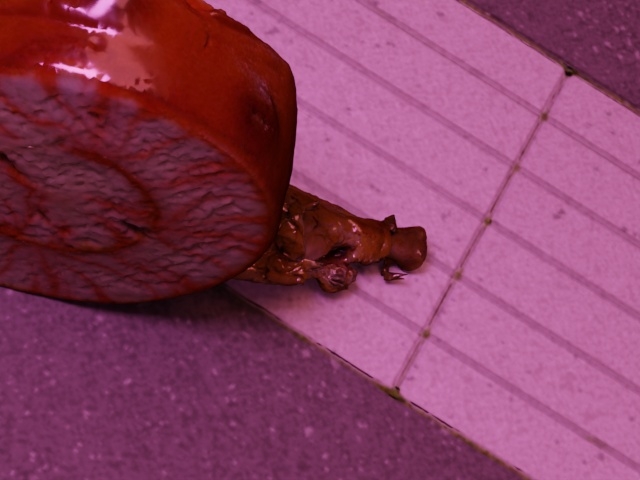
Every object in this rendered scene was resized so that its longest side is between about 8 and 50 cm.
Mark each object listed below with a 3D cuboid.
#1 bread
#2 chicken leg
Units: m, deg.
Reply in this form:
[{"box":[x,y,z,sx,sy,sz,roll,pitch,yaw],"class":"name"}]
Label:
[{"box":[-0.168,-0.071,1.415,0.295,0.327,0.114,27,56,-26],"class":"bread"},{"box":[-0.001,-0.001,1.583,0.207,0.101,0.085,6,90,-28],"class":"chicken leg"}]
